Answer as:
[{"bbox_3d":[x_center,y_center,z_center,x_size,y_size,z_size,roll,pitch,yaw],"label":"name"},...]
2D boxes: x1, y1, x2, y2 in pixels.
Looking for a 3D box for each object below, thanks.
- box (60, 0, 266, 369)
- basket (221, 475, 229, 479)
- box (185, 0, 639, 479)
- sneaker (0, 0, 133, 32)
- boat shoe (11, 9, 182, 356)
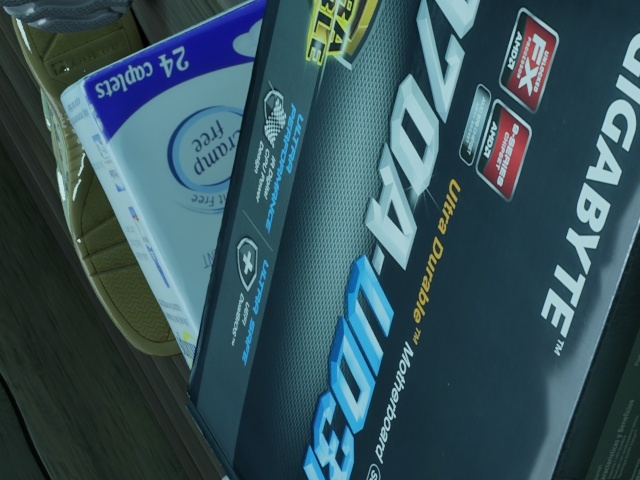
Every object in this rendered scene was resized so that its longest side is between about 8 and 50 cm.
[{"bbox_3d":[-0.004,-0.018,0.587,0.137,0.126,0.072,65,167,-7],"label":"box"},{"bbox_3d":[0.027,0.184,0.939,0.167,0.103,0.113,62,168,7],"label":"basket"},{"bbox_3d":[0.035,0.002,0.424,0.175,0.051,0.220,52,136,48],"label":"box"},{"bbox_3d":[-0.171,-0.246,0.975,0.281,0.105,0.115,73,-165,-44],"label":"sneaker"},{"bbox_3d":[-0.134,-0.057,1.160,0.089,0.105,0.285,124,129,-82],"label":"boat shoe"}]
